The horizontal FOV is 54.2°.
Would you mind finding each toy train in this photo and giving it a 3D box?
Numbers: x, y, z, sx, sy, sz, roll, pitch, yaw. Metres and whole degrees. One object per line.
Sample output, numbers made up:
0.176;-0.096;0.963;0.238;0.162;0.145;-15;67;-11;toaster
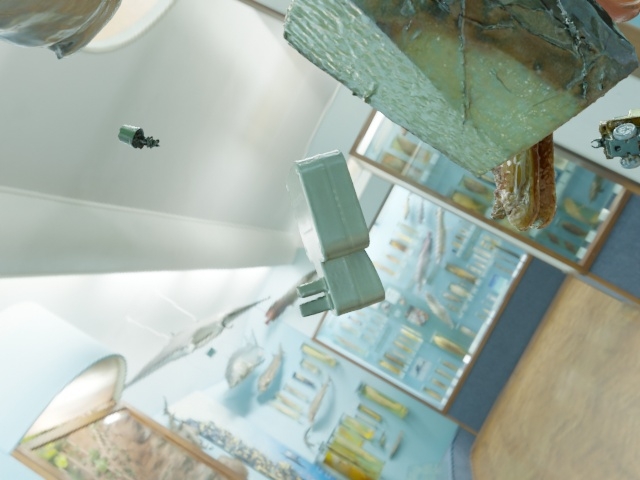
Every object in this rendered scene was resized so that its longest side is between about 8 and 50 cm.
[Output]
0.648;-0.215;1.222;0.089;0.219;0.127;60;-137;-31;toy train

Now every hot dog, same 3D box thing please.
0.434;-0.193;1.365;0.158;0.117;0.348;-4;-89;-42;hot dog

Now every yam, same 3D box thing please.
0.128;-0.193;0.567;0.201;0.271;0.202;-51;8;-13;yam

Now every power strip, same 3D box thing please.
0.000;0.000;1.063;0.141;0.261;0.229;-18;0;-9;power strip

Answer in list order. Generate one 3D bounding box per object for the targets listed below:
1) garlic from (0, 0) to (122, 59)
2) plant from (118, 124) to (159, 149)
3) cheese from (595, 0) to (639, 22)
-0.343;-0.371;0.686;0.241;0.322;0.322;-25;-22;-14;garlic
-0.413;-0.234;1.445;0.051;0.102;0.051;19;-90;-79;plant
0.437;-0.348;0.754;0.256;0.106;0.037;-32;-30;8;cheese
